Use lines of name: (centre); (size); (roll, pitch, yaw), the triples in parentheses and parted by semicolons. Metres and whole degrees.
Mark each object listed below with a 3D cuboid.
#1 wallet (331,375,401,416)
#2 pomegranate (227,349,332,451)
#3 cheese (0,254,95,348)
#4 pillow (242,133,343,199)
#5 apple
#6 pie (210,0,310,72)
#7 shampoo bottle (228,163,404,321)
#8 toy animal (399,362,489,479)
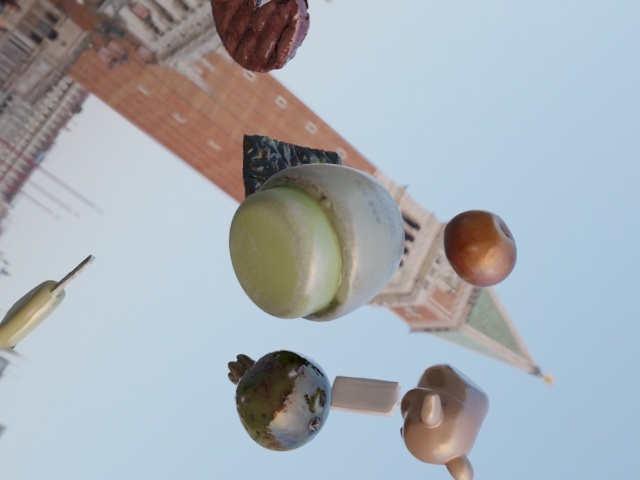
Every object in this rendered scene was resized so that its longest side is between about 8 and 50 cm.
wallet: (0.109, 0.381, 2.097); (0.190, 0.033, 0.095); (3, -120, 28)
pomegranate: (-0.088, 0.292, 1.639); (0.248, 0.202, 0.202); (25, -103, 37)
cheese: (-0.498, 0.102, 1.576); (0.251, 0.054, 0.127); (-38, -160, 23)
pillow: (-0.060, -0.149, 1.987); (0.034, 0.256, 0.188); (130, -36, -51)
apple: (0.396, 0.016, 2.097); (0.162, 0.201, 0.201); (-28, -148, 31)
pie: (-0.104, -0.385, 1.427); (0.054, 0.218, 0.204); (-21, 172, -41)
shampoo bottle: (0.000, 0.000, 1.754); (0.317, 0.322, 0.322); (-20, 180, -39)
toy animal: (0.225, 0.315, 1.548); (0.154, 0.166, 0.250); (-43, -177, 22)
